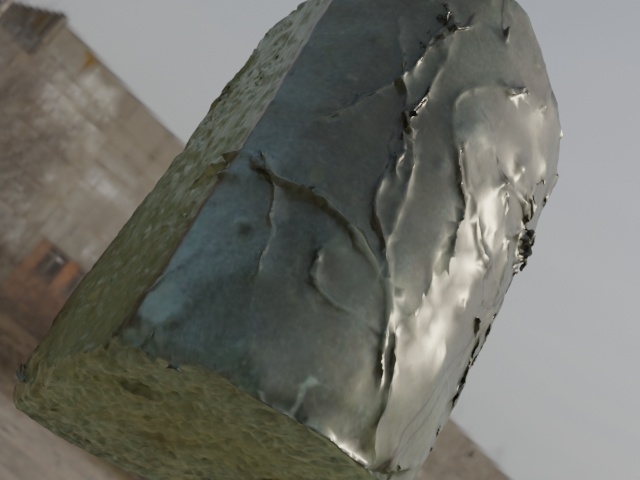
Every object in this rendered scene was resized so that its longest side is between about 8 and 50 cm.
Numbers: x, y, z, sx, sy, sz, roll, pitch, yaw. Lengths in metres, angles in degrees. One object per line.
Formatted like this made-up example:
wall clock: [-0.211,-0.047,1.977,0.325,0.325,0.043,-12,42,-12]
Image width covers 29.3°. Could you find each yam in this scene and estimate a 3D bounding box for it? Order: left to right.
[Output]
yam: [0.005,0.002,0.640,0.201,0.271,0.202,33,-26,-21]
